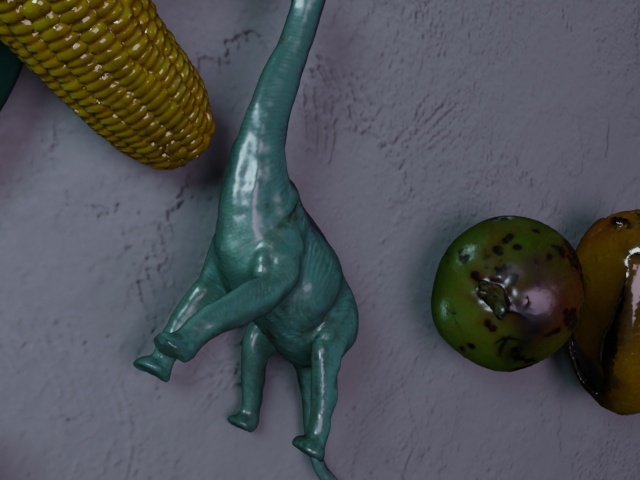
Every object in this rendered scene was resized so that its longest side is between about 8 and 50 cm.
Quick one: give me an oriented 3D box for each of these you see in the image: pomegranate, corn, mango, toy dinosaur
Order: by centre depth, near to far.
[{"bbox_3d":[-0.156,-0.145,0.461,0.102,0.102,0.313,-51,145,-18],"label":"corn"},{"bbox_3d":[0.000,0.000,0.627,0.331,0.129,0.383,-63,142,-21],"label":"toy dinosaur"},{"bbox_3d":[0.210,0.056,0.749,0.220,0.156,0.156,7,92,-38],"label":"pomegranate"},{"bbox_3d":[0.367,0.085,0.856,0.151,0.155,0.249,-36,123,-67],"label":"mango"}]

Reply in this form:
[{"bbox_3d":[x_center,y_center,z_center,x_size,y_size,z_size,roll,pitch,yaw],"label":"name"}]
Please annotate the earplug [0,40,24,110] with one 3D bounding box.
[{"bbox_3d":[-0.310,-0.137,0.371,0.257,0.280,0.164,0,55,-8],"label":"earplug"}]
